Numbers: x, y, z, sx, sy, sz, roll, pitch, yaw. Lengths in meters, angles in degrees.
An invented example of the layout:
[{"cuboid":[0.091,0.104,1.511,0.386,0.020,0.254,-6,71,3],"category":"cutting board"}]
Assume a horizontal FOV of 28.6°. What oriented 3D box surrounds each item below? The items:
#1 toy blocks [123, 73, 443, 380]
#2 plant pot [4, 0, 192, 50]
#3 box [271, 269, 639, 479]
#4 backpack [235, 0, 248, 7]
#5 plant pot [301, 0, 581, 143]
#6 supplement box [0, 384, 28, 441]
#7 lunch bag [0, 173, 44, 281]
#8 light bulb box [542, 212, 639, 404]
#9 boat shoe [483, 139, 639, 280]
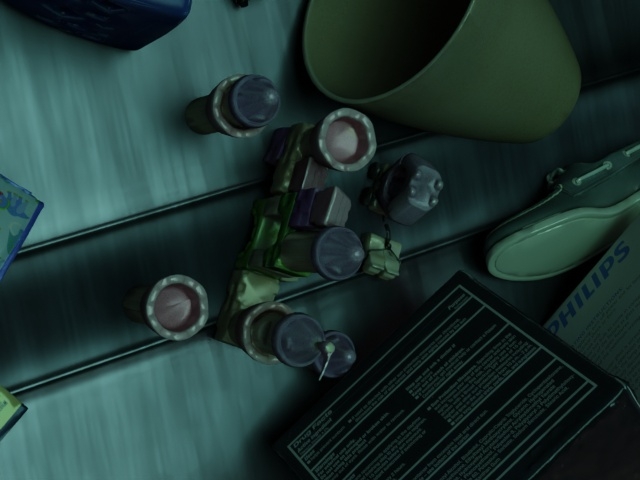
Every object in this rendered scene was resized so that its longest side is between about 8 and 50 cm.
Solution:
[{"cuboid":[0.000,0.000,1.296,0.308,0.260,0.289,21,80,-25],"category":"toy blocks"},{"cuboid":[-0.238,-0.326,1.201,0.212,0.236,0.236,9,86,-21],"category":"plant pot"},{"cuboid":[0.158,0.232,1.307,0.296,0.294,0.183,-42,125,-5],"category":"box"},{"cuboid":[-0.053,-0.328,1.370,0.114,0.084,0.105,-33,106,-25],"category":"backpack"},{"cuboid":[0.164,-0.216,1.408,0.274,0.256,0.257,26,78,-40],"category":"plant pot"},{"cuboid":[-0.350,0.168,1.234,0.083,0.056,0.083,44,72,-19],"category":"supplement box"},{"cuboid":[-0.359,-0.007,1.209,0.128,0.096,0.151,34,85,-22],"category":"lunch bag"},{"cuboid":[0.495,0.199,1.458,0.357,0.361,0.225,26,115,-23],"category":"light bulb box"},{"cuboid":[0.327,-0.044,1.568,0.319,0.116,0.099,-21,56,-18],"category":"boat shoe"}]
